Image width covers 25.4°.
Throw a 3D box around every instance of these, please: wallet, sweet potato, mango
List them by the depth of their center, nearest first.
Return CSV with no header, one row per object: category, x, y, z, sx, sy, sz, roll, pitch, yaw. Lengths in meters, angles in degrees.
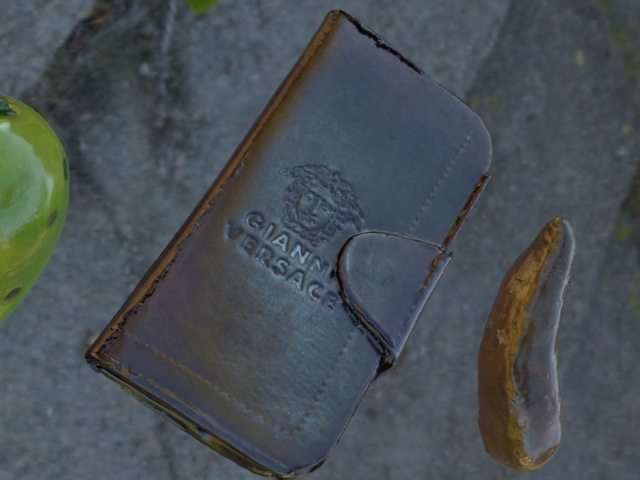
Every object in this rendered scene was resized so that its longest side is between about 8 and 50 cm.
wallet,0.000,0.000,0.757,0.137,0.031,0.255,34,62,-3
mango,-0.320,-0.013,1.336,0.175,0.143,0.293,-37,159,-40
sweet potato,0.214,0.116,1.484,0.097,0.097,0.292,-19,119,-47
